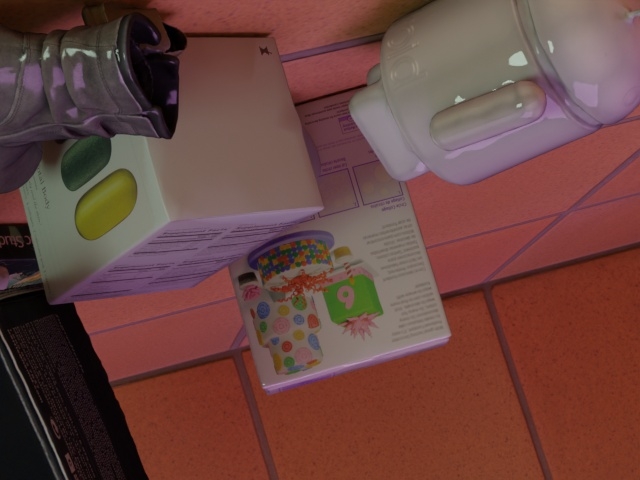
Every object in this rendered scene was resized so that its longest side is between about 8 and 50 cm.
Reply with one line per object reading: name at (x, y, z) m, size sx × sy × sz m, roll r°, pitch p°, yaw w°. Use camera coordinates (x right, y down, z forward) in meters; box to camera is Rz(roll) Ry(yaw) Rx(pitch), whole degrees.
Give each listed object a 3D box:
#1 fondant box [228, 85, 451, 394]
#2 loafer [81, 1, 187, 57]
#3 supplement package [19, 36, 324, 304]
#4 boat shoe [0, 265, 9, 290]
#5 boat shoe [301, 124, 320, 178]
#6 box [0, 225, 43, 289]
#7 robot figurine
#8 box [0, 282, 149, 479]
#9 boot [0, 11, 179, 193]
fondant box at (0.000, 0.000, 1.822) m, size 0.238 × 0.330 × 0.096 m, roll -15°, pitch 168°, yaw -4°
loafer at (-0.171, -0.195, 1.366) m, size 0.050 × 0.056 × 0.148 m, roll -26°, pitch 171°, yaw 17°
supplement package at (-0.170, -0.073, 1.563) m, size 0.198 × 0.199 × 0.263 m, roll -6°, pitch 164°, yaw -40°
boat shoe at (-0.464, 0.096, 1.947) m, size 0.076 × 0.083 × 0.226 m, roll -9°, pitch 165°, yaw -29°
boat shoe at (-0.049, -0.125, 1.751) m, size 0.040 × 0.049 × 0.142 m, roll -12°, pitch 131°, yaw 33°
box at (-0.502, 0.043, 1.993) m, size 0.232 × 0.058 × 0.322 m, roll -26°, pitch 166°, yaw 36°
robot figurine at (0.205, -0.186, 1.562) m, size 0.353 × 0.199 × 0.300 m, roll -24°, pitch -156°, yaw 30°
box at (-0.466, 0.266, 1.541) m, size 0.480 × 0.297 × 0.472 m, roll -24°, pitch -178°, yaw -1°
boot at (-0.234, -0.112, 1.347) m, size 0.223 × 0.118 × 0.338 m, roll 2°, pitch 170°, yaw 2°
